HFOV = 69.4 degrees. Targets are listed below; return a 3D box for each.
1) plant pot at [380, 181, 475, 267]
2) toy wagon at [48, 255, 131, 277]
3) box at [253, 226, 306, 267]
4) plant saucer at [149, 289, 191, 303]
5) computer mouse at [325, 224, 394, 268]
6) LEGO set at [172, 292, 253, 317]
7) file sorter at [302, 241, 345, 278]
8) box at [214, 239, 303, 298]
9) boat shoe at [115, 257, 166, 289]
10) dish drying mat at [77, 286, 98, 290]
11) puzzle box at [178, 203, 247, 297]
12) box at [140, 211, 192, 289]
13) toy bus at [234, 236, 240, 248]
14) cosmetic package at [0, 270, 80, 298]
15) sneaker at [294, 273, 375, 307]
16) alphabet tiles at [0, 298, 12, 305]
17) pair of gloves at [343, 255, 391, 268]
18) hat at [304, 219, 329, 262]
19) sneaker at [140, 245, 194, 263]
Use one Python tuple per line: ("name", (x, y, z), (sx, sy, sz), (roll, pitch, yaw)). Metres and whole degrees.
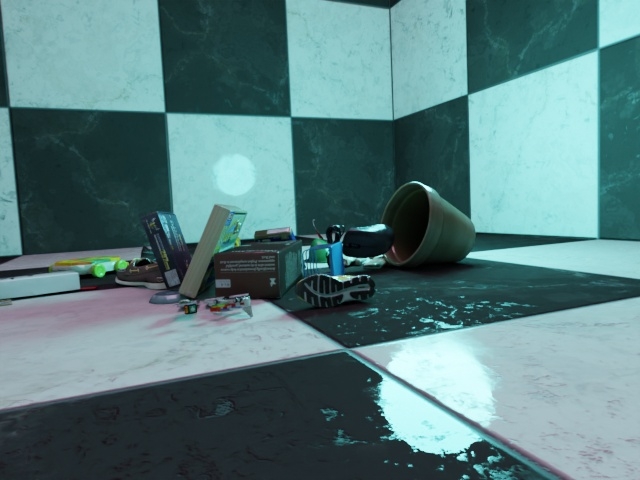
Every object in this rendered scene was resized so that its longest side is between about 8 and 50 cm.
("plant pot", (0.429, -0.036, 1.786), (0.280, 0.323, 0.323), (13, -3, -25))
("toy wagon", (-0.972, 0.108, 2.000), (0.267, 0.068, 0.344), (-1, 5, 22))
("box", (-0.143, 0.047, 1.697), (0.136, 0.225, 0.036), (-7, 45, 13))
("plant saucer", (-0.427, 0.159, 1.318), (0.119, 0.021, 0.119), (-2, 4, 0))
("computer mouse", (0.157, 0.019, 1.694), (0.272, 0.188, 0.072), (-9, 31, -14))
("LEGO set", (-0.261, 0.164, 1.124), (0.183, 0.060, 0.244), (-7, -4, -10))
("file sorter", (0.013, 0.074, 1.573), (0.105, 0.118, 0.170), (-5, 3, 14))
("box", (-0.179, 0.081, 1.450), (0.191, 0.143, 0.381), (-2, 6, 7))
("boat shoe", (-0.606, 0.107, 1.600), (0.324, 0.096, 0.117), (1, 6, 40))
("dish drying mat", (-0.800, 0.164, 1.564), (0.083, 0.008, 0.032), (-4, 4, -7))
("puzzle box", (-0.326, 0.018, 1.471), (0.052, 0.272, 0.409), (22, 3, -3))
("box", (-0.463, 0.029, 1.434), (0.059, 0.232, 0.183), (-19, 1, -2))
("toy bus", (-0.405, 0.050, 2.019), (0.108, 0.130, 0.333), (-3, 4, -8))
("cosmetic package", (-0.917, 0.141, 1.489), (0.239, 0.060, 0.099), (-6, 7, -37))
("sneaker", (0.029, 0.127, 1.175), (0.209, 0.081, 0.094), (3, -5, -22))
("alphabet tiles", (-1.053, 0.188, 1.387), (0.198, 0.009, 0.237), (-6, 6, -37))
("pair of gloves", (0.179, 0.080, 1.877), (0.240, 0.042, 0.204), (0, 5, 35))
("hat", (0.000, 0.000, 2.083), (0.209, 0.183, 0.173), (1, 6, 40))
("sneaker", (-0.681, 0.070, 2.102), (0.267, 0.106, 0.101), (-3, 3, -30))
